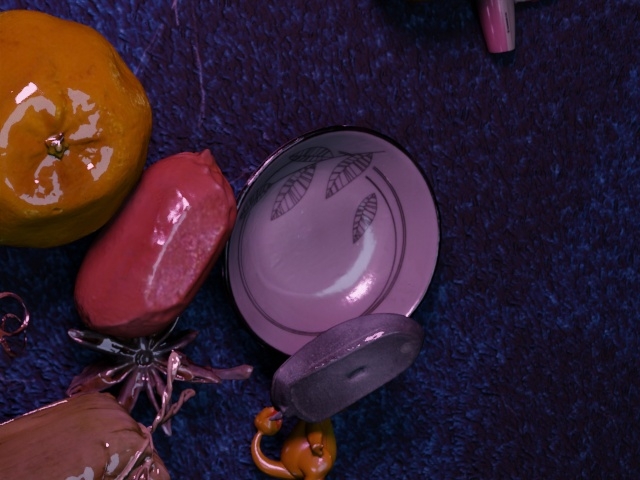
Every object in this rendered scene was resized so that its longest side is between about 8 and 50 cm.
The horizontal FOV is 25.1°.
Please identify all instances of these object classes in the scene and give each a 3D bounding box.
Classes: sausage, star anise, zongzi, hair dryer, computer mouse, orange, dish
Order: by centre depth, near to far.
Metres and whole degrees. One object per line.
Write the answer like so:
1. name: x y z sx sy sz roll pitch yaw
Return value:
1. zongzi: -0.427 0.255 1.627 0.467 0.218 0.500 40 96 -25
2. orange: -0.329 -0.125 1.649 0.279 0.235 0.279 -1 92 -22
3. sausage: -0.192 0.006 1.732 0.148 0.148 0.254 30 80 -24
4. star anise: -0.213 0.148 1.821 0.231 0.089 0.209 37 91 -18
5. computer mouse: 0.026 0.158 1.844 0.229 0.068 0.113 -29 132 2
6. dish: 0.000 0.000 1.888 0.316 0.106 0.317 -5 103 -23
7. hair dryer: 0.287 -0.332 2.002 0.154 0.054 0.106 -23 110 -24

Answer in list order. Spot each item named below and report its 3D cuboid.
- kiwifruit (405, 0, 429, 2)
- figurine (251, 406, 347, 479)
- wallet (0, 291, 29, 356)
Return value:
1. kiwifruit: 0.154 -0.417 1.853 0.234 0.196 0.196 -28 107 -25
2. figurine: -0.027 0.245 1.926 0.122 0.121 0.176 13 77 2
3. wallet: -0.507 0.017 1.613 0.274 0.068 0.335 -17 109 21
